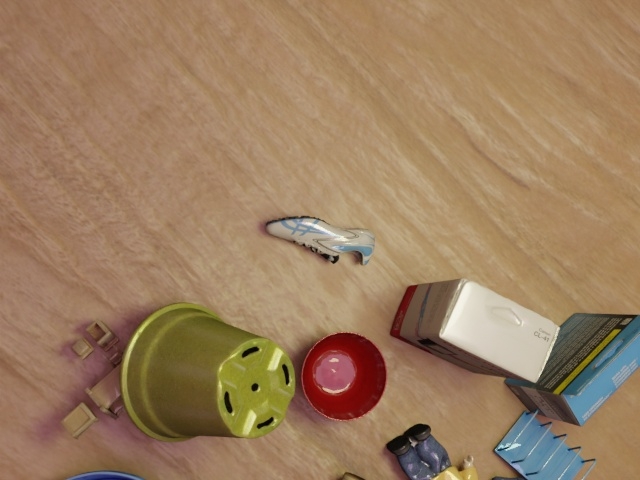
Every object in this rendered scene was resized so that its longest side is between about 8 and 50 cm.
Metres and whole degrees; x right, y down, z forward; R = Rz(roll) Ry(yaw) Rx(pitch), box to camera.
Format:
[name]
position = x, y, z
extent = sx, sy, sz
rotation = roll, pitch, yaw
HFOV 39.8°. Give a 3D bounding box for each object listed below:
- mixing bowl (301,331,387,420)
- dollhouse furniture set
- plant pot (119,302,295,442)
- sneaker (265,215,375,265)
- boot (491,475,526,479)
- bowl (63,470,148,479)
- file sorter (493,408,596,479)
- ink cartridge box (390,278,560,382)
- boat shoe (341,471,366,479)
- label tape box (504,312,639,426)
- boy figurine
[mixing bowl]
position = 0.039, 0.279, 1.842
extent = 0.182, 0.098, 0.181
rotation = 1, 86, -13
[dollhouse furniture set]
position = -0.452, 0.279, 1.757
extent = 0.182, 0.101, 0.161
rotation = -42, 71, -11
[plant pot]
position = -0.194, 0.262, 1.661
extent = 0.276, 0.254, 0.276
rotation = -1, 91, -42
[sneaker]
position = 0.000, 0.000, 1.859
extent = 0.237, 0.085, 0.086
rotation = 11, 79, -10
[boot]
position = 0.463, 0.565, 1.936
extent = 0.190, 0.069, 0.086
rotation = 11, 65, -22
[bowl]
position = -0.405, 0.634, 1.675
extent = 0.391, 0.077, 0.391
rotation = -1, 81, 7
[file sorter]
position = 0.486, 0.462, 1.902
extent = 0.170, 0.104, 0.118
rotation = 41, 74, 8
[ink cartridge box]
position = 0.302, 0.182, 1.800
extent = 0.226, 0.306, 0.131
rotation = 26, 81, -9
[boat shoe]
position = 0.159, 0.615, 1.835
extent = 0.341, 0.122, 0.110
rotation = 42, 80, -9
[label tape box]
position = 0.561, 0.265, 1.837
extent = 0.241, 0.334, 0.106
rotation = -41, 95, -12
[boy figurine]
position = 0.264, 0.529, 1.880
extent = 0.177, 0.092, 0.285
rotation = -34, 95, -13
